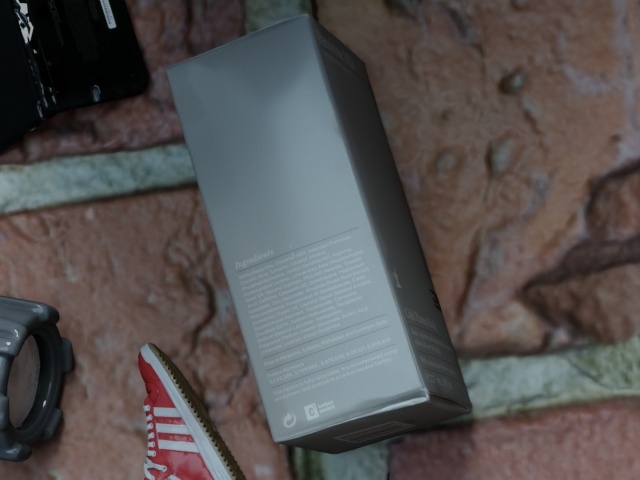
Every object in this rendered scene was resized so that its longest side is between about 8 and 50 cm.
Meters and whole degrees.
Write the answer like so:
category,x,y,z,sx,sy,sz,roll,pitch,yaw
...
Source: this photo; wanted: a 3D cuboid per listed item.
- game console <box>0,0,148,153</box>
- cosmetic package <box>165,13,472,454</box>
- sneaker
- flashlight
category,x,y,z,sx,sy,sz,roll,pitch,yaw
game console,-0.183,-0.132,1.298,0.107,0.071,0.122,-15,76,-16
cosmetic package,0.000,0.000,1.160,0.107,0.127,0.238,-18,78,14
sneaker,-0.098,0.126,1.212,0.067,0.042,0.118,-33,75,6
flashlight,-0.315,0.069,1.258,0.304,0.103,0.103,7,86,17
